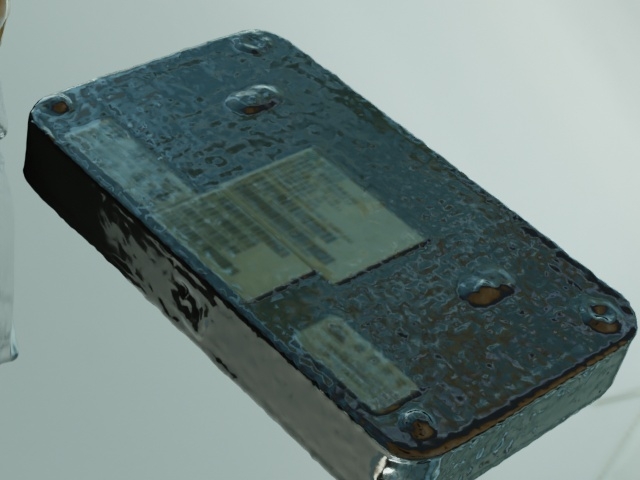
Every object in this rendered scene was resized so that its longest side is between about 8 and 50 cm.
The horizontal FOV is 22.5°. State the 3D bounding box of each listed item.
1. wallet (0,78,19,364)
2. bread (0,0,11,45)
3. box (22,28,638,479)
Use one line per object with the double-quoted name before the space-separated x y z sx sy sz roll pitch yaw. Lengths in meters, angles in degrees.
"wallet" -0.241 -0.070 1.100 0.041 0.247 0.322 -3 -92 -4
"bread" -0.354 -0.002 0.815 0.279 0.371 0.390 17 -109 -20
"box" 0.000 0.000 0.956 0.211 0.058 0.350 -27 -127 -37
